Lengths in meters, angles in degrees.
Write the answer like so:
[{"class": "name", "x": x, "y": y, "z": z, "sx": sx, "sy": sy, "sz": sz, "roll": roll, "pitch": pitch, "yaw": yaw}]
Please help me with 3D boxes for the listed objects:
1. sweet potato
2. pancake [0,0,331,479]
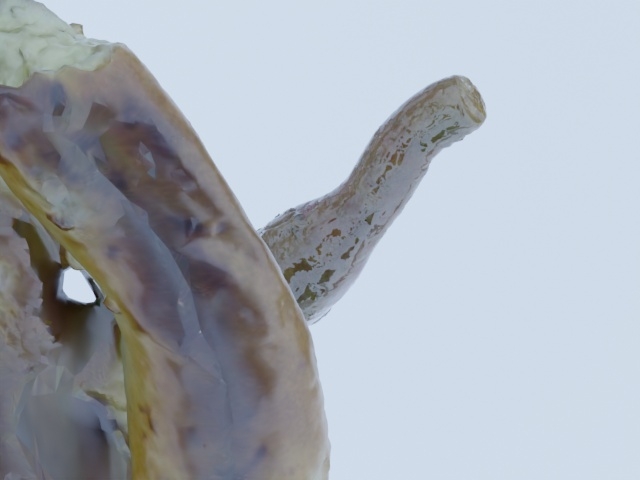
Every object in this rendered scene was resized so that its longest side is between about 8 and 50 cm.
[{"class": "sweet potato", "x": 0.000, "y": 0.000, "z": 1.239, "sx": 0.109, "sy": 0.109, "sz": 0.385, "roll": 34, "pitch": -55, "yaw": -16}, {"class": "pancake", "x": -0.116, "y": 0.060, "z": 0.429, "sx": 0.244, "sy": 0.057, "sz": 0.266, "roll": -2, "pitch": -70, "yaw": -9}]
